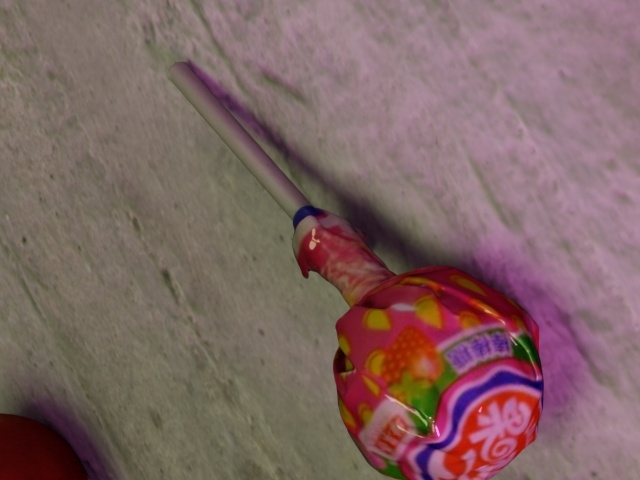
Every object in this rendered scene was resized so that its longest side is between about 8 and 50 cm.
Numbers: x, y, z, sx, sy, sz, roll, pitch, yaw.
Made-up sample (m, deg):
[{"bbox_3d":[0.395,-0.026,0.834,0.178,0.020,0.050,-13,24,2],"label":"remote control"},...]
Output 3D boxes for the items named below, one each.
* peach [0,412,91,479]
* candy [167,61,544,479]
[{"bbox_3d":[-0.310,0.246,1.294,0.196,0.226,0.190,41,133,28],"label":"peach"},{"bbox_3d":[0.000,0.000,0.915,0.365,0.124,0.124,48,140,34],"label":"candy"}]
